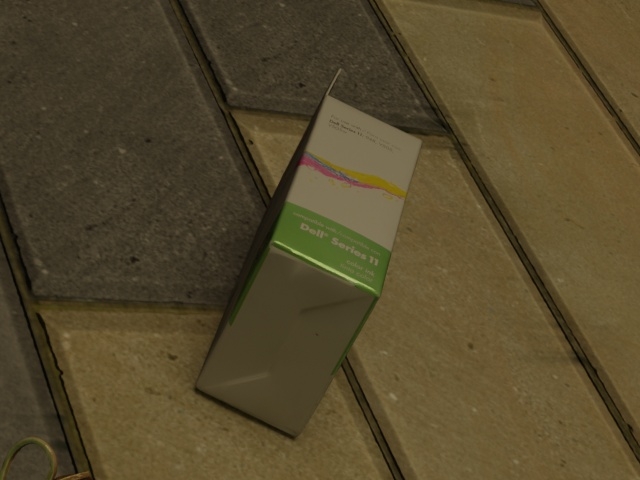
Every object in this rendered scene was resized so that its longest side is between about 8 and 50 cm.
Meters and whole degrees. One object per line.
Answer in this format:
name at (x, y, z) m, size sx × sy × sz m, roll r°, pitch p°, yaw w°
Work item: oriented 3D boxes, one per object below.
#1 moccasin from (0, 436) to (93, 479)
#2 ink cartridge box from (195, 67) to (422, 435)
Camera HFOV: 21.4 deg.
moccasin at (-0.200, 0.245, 1.330) m, size 0.380 × 0.139 × 0.147 m, roll -2°, pitch 40°, yaw -34°
ink cartridge box at (0.000, 0.000, 1.712) m, size 0.119 × 0.207 × 0.353 m, roll 25°, pitch 36°, yaw -5°
